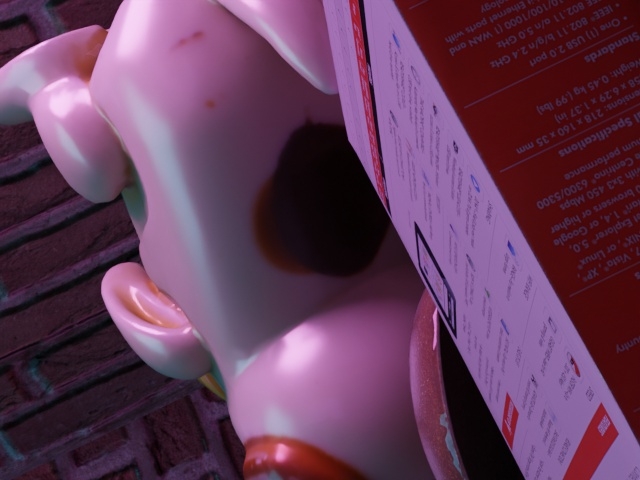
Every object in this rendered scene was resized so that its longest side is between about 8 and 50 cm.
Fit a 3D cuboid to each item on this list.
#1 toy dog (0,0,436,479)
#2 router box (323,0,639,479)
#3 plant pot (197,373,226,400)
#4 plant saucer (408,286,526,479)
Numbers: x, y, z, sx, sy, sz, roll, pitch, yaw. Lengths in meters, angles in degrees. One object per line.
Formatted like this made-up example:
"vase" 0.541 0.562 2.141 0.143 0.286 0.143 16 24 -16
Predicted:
"toy dog" 0.000 0.000 1.069 0.395 0.284 0.408 -19 97 59
"router box" 0.101 0.003 0.674 0.301 0.082 0.335 63 176 17
"plant pot" 0.006 0.062 1.372 0.239 0.254 0.254 34 153 53
"plant saucer" 0.101 0.096 0.914 0.198 0.036 0.199 35 -132 -51
